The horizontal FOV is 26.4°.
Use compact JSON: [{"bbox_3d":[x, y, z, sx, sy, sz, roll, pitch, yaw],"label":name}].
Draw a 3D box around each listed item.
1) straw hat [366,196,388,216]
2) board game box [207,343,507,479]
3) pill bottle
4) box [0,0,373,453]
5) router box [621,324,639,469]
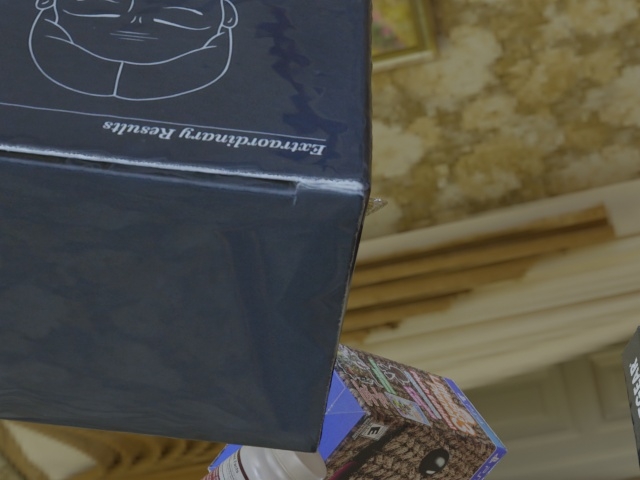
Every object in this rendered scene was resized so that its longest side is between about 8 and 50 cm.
[{"bbox_3d":[0.000,0.000,1.373,0.144,0.144,0.061,39,-137,-78],"label":"straw hat"},{"bbox_3d":[0.050,0.278,1.736,0.291,0.232,0.141,21,-157,-45],"label":"board game box"},{"bbox_3d":[-0.070,0.253,1.349,0.086,0.152,0.086,47,-166,-15],"label":"pill bottle"},{"bbox_3d":[-0.123,-0.082,0.914,0.395,0.293,0.212,-86,4,-53],"label":"box"},{"bbox_3d":[0.358,0.166,1.275,0.179,0.133,0.046,-82,13,-58],"label":"router box"}]
